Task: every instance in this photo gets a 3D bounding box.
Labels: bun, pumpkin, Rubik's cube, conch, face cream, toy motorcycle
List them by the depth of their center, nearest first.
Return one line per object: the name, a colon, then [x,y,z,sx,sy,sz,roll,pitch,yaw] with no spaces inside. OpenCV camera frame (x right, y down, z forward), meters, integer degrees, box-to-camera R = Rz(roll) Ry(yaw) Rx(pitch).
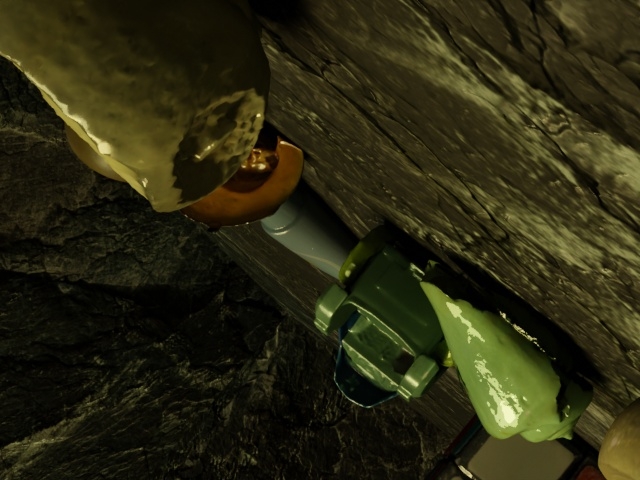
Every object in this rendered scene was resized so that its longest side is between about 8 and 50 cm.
bun: [-0.176,-0.201,1.006,0.364,0.202,0.364,44,179,1]
conch: [0.222,0.131,1.386,0.251,0.137,0.143,62,-165,-15]
pumpkin: [-0.155,-0.113,1.591,0.278,0.163,0.111,40,172,12]
toy motorcycle: [0.099,0.131,1.617,0.191,0.200,0.326,39,171,12]
face cream: [0.000,0.000,1.816,0.135,0.086,0.385,34,175,45]
Rubik's cube: [0.329,0.466,1.990,0.316,0.313,0.318,40,174,7]

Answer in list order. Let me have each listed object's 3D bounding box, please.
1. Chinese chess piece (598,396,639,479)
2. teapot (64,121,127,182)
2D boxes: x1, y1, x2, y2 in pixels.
Chinese chess piece: [0.399,0.255,1.171,0.257,0.104,0.257,39,174,5]
teapot: [-0.203,-0.186,1.438,0.267,0.185,0.175,12,142,-5]
